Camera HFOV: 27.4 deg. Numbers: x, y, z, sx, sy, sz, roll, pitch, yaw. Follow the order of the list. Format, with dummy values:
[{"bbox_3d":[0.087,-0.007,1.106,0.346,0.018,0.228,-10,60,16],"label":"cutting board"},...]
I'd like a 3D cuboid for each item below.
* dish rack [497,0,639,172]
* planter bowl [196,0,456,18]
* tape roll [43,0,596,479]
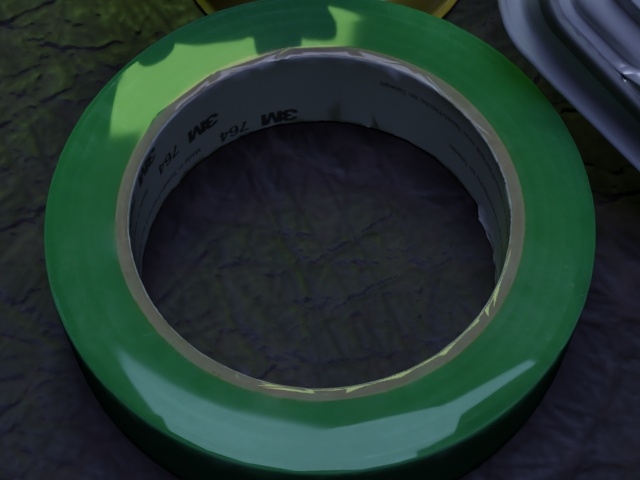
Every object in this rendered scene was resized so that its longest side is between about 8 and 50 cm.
[{"bbox_3d":[0.298,-0.173,0.785,0.285,0.072,0.333,42,84,-14],"label":"dish rack"},{"bbox_3d":[0.004,-0.240,0.916,0.217,0.090,0.217,0,61,-1],"label":"planter bowl"},{"bbox_3d":[0.000,0.000,0.793,0.321,0.077,0.321,0,61,-1],"label":"tape roll"}]
